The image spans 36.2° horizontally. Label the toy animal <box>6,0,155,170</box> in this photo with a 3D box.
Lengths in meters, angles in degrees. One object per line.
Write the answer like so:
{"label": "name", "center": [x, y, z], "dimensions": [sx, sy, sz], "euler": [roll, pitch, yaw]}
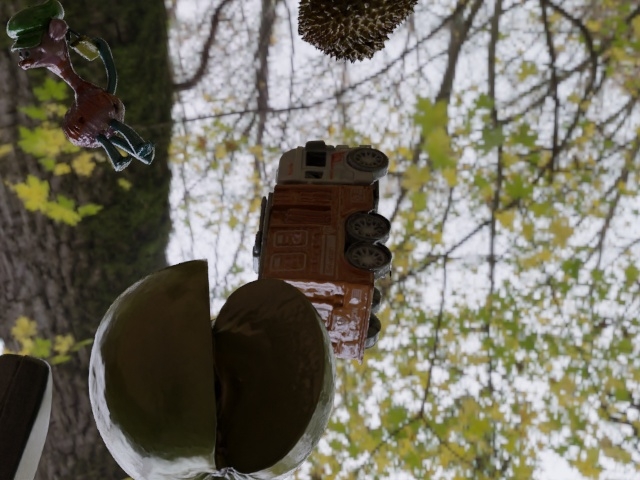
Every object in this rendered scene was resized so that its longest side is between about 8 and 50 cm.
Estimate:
{"label": "toy animal", "center": [-0.255, -0.170, 1.084], "dimensions": [0.103, 0.208, 0.100], "euler": [-39, -179, -33]}

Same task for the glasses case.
{"label": "glasses case", "center": [-0.346, 0.266, 1.001], "dimensions": [0.074, 0.131, 0.323], "euler": [10, -140, -4]}

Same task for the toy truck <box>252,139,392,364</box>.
{"label": "toy truck", "center": [0.000, 0.000, 1.539], "dimensions": [0.207, 0.173, 0.387], "euler": [5, -143, -1]}

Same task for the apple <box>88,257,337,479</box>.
{"label": "apple", "center": [-0.126, 0.167, 1.159], "dimensions": [0.292, 0.292, 0.254], "euler": [-7, -123, -1]}

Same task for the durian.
{"label": "durian", "center": [0.043, -0.294, 1.192], "dimensions": [0.168, 0.158, 0.137], "euler": [-39, -114, 19]}
